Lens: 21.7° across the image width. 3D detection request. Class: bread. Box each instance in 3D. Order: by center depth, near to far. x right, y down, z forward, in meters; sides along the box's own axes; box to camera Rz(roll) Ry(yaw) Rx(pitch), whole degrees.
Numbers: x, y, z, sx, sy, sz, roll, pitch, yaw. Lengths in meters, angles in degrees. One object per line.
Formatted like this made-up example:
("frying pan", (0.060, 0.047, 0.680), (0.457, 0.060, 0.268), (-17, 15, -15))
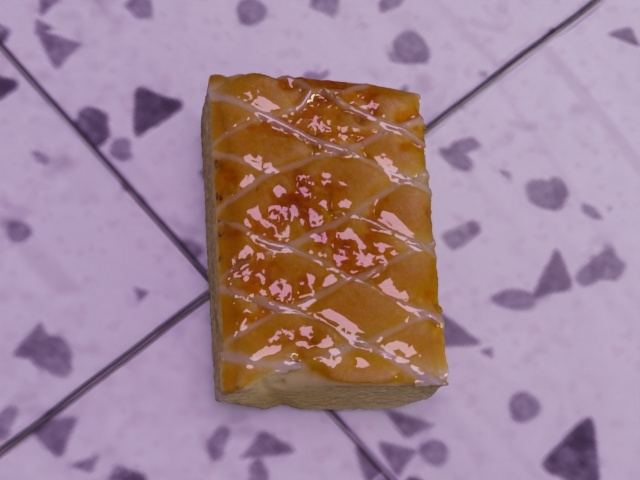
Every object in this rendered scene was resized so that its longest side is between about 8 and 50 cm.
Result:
("bread", (0.000, 0.001, 0.928), (0.125, 0.068, 0.188), (1, 65, -10))
